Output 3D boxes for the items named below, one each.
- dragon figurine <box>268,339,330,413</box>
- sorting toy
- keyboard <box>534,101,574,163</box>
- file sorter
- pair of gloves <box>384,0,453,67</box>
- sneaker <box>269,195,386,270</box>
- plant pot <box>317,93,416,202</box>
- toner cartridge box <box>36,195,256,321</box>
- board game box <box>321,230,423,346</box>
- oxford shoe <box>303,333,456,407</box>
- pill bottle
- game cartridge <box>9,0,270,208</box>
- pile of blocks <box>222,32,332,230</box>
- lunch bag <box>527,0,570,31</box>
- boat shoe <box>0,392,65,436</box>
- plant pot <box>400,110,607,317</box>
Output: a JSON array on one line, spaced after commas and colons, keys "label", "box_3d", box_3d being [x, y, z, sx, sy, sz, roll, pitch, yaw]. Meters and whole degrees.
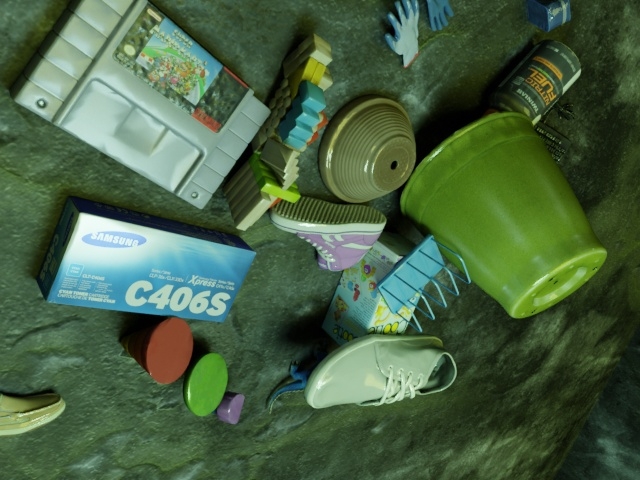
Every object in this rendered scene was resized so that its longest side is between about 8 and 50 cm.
[{"label": "dragon figurine", "box_3d": [0.002, 0.346, 1.410, 0.289, 0.144, 0.085, -35, 133, -17]}, {"label": "sorting toy", "box_3d": [-0.286, 0.273, 1.170, 0.366, 0.126, 0.127, 61, 41, -47]}, {"label": "keyboard", "box_3d": [0.607, -0.301, 1.566, 0.317, 0.033, 0.202, 11, 109, -43]}, {"label": "file sorter", "box_3d": [0.232, 0.097, 1.260, 0.170, 0.104, 0.118, -43, 136, -10]}, {"label": "pair of gloves", "box_3d": [0.202, -0.448, 1.134, 0.198, 0.023, 0.159, -49, 151, -4]}, {"label": "sneaker", "box_3d": [0.001, 0.001, 1.228, 0.281, 0.102, 0.161, 7, 126, -32]}, {"label": "plant pot", "box_3d": [0.120, -0.176, 1.202, 0.237, 0.109, 0.238, -19, 128, -27]}, {"label": "toner cartridge box", "box_3d": [-0.299, 0.045, 1.031, 0.347, 0.075, 0.165, 14, 106, -43]}, {"label": "board game box", "box_3d": [0.138, 0.129, 1.383, 0.142, 0.144, 0.276, 5, 114, -41]}, {"label": "oxford shoe", "box_3d": [0.159, 0.308, 1.320, 0.448, 0.130, 0.169, 0, 120, -40]}, {"label": "pill bottle", "box_3d": [0.494, -0.350, 1.374, 0.246, 0.130, 0.130, -47, 135, -5]}, {"label": "game cartridge", "box_3d": [-0.259, -0.221, 0.909, 0.230, 0.068, 0.355, -51, 136, 6]}, {"label": "pile of blocks", "box_3d": [-0.043, -0.178, 1.042, 0.112, 0.149, 0.363, 17, 105, -43]}, {"label": "lunch bag", "box_3d": [0.523, -0.531, 1.310, 0.065, 0.098, 0.067, -26, 135, 0]}, {"label": "boat shoe", "box_3d": [-0.551, 0.300, 1.002, 0.189, 0.068, 0.072, -14, 113, -32]}, {"label": "plant pot", "box_3d": [0.426, -0.031, 1.284, 0.366, 0.353, 0.367, -22, 150, -14]}]
